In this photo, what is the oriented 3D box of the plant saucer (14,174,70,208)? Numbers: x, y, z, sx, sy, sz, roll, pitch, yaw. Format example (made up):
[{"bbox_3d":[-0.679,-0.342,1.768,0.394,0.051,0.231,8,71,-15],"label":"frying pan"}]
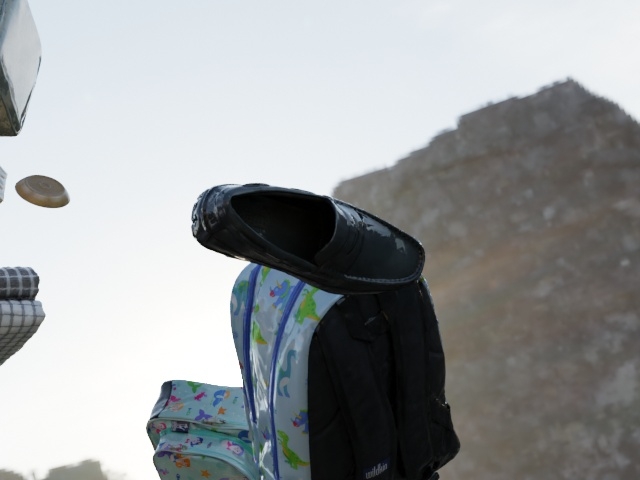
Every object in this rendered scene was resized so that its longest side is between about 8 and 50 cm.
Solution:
[{"bbox_3d":[-0.411,-0.076,1.785,0.083,0.083,0.015,-3,-54,-40],"label":"plant saucer"}]

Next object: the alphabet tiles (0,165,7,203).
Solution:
[{"bbox_3d":[-0.500,-0.143,1.649,0.009,0.198,0.237,-38,19,-2],"label":"alphabet tiles"}]

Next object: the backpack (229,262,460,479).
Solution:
[{"bbox_3d":[0.025,0.161,1.514,0.290,0.273,0.355,-28,-39,-25],"label":"backpack"}]

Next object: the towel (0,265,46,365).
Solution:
[{"bbox_3d":[-0.560,0.130,1.755,0.235,0.121,0.283,-2,-25,-37],"label":"towel"}]

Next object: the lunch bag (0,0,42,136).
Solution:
[{"bbox_3d":[-0.661,-0.325,2.163,0.256,0.305,0.212,-4,-45,3],"label":"lunch bag"}]

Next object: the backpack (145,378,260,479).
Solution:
[{"bbox_3d":[-0.147,0.344,1.975,0.253,0.191,0.225,-2,-49,9],"label":"backpack"}]

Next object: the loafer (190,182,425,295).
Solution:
[{"bbox_3d":[0.000,0.000,1.022,0.223,0.076,0.078,14,-16,-27],"label":"loafer"}]
